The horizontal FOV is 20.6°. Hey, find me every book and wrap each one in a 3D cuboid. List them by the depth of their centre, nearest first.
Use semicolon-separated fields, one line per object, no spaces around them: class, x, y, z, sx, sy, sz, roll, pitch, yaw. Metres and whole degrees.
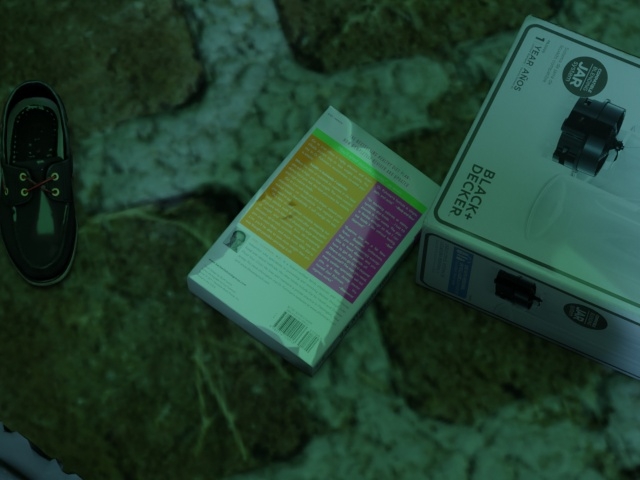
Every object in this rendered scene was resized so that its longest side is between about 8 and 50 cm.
book;0.000;0.000;1.081;0.096;0.035;0.144;35;69;12

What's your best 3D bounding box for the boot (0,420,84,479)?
boot;-0.188;0.231;0.818;0.131;0.348;0.260;3;52;46

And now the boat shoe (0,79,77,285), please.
boat shoe;-0.177;-0.037;1.092;0.049;0.042;0.133;-4;65;-5

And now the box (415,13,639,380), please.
box;0.221;0.000;1.052;0.290;0.087;0.169;22;65;10
